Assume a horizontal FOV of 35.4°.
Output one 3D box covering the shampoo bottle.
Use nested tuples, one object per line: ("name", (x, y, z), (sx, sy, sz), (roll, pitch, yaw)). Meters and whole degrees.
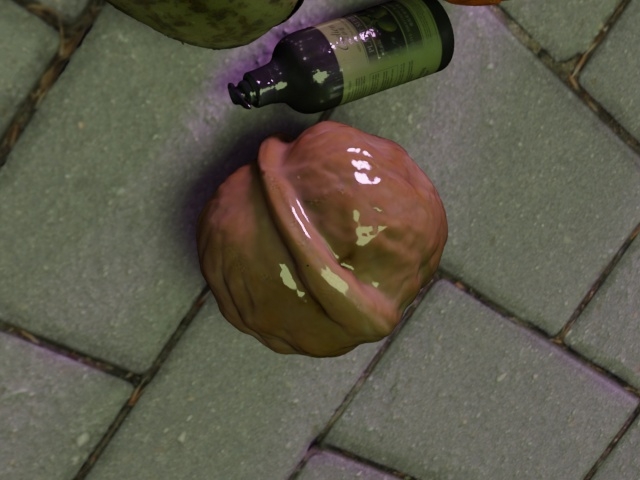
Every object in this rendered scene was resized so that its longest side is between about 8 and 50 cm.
("shampoo bottle", (0.020, -0.212, 1.198), (0.284, 0.101, 0.101), (-22, 125, -21))

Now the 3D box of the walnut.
("walnut", (0.000, 0.000, 1.199), (0.296, 0.285, 0.285), (-29, 130, 12))

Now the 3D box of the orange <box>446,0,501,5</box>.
("orange", (0.183, -0.372, 1.178), (0.193, 0.161, 0.193), (-26, 137, -27))

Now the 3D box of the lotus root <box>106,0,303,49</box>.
("lotus root", (-0.150, -0.298, 1.017), (0.309, 0.173, 0.173), (18, 104, -36))
